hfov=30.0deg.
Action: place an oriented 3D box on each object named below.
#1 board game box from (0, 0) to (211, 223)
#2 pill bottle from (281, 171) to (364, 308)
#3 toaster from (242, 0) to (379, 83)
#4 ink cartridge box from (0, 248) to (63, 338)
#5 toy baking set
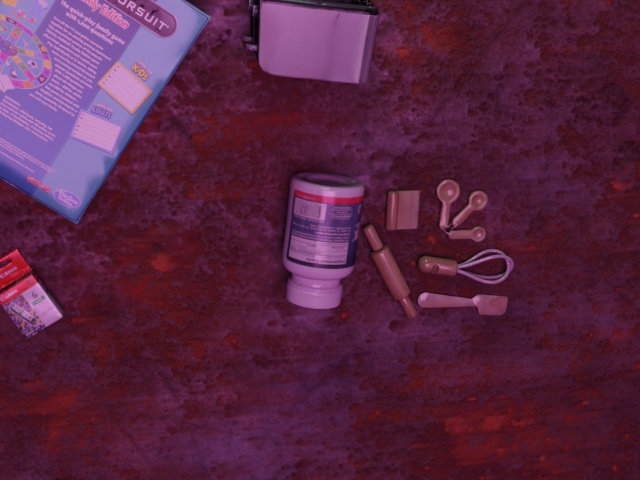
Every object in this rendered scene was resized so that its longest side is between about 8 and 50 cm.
[{"bbox_3d":[-0.345,-0.232,1.597,0.253,0.079,0.336,33,97,-16],"label":"board game box"},{"bbox_3d":[0.000,0.000,1.705,0.107,0.108,0.180,4,105,-11],"label":"pill bottle"},{"bbox_3d":[-0.008,-0.282,1.598,0.185,0.168,0.110,4,107,-10],"label":"toaster"},{"bbox_3d":[-0.423,0.076,1.693,0.062,0.029,0.115,-32,108,0],"label":"ink cartridge box"},{"bbox_3d":[0.183,0.027,1.784,0.196,0.030,0.256,-24,108,-3],"label":"toy baking set"}]
